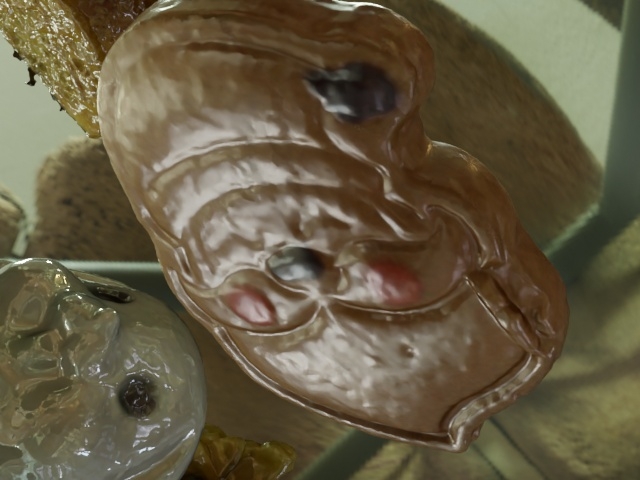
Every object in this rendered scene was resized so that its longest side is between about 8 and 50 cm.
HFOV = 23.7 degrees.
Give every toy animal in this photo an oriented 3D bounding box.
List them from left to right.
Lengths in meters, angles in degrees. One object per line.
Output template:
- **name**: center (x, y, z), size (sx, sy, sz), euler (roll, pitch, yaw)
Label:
- **toy animal**: center (-0.220, 0.123, 0.937), size (0.289, 0.174, 0.249), euler (8, -115, 6)

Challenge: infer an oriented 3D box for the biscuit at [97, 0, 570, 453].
- **biscuit**: center (0.000, 0.001, 1.193), size (0.349, 0.455, 0.078), euler (-5, -142, 44)

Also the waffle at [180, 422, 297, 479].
- **waffle**: center (-0.158, 0.274, 1.119), size (0.151, 0.261, 0.324), euler (51, -50, 40)

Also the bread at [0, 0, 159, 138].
- **bread**: center (-0.207, -0.207, 1.339), size (0.229, 0.139, 0.143), euler (50, -120, -14)
